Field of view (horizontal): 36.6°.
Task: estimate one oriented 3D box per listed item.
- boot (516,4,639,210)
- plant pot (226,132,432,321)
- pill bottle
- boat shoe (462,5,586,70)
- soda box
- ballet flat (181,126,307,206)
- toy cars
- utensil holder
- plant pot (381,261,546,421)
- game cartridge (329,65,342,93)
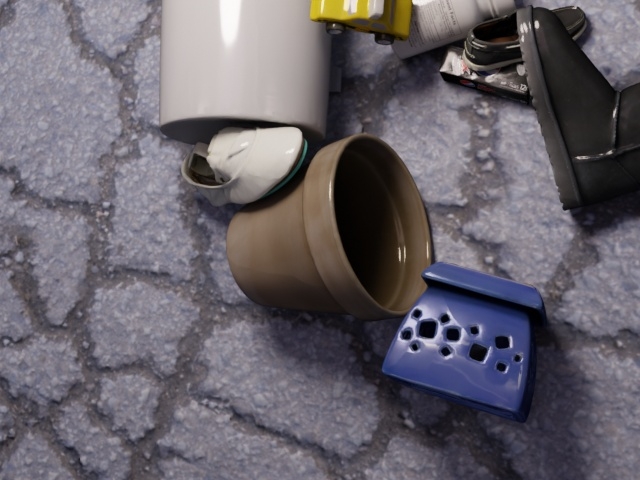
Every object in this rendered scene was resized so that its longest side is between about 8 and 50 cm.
[{"bbox_3d":[0.577,-0.267,1.578,0.446,0.146,0.366,-14,108,19],"label":"boot"},{"bbox_3d":[0.000,0.000,1.709,0.281,0.323,0.323,-14,79,34],"label":"plant pot"},{"bbox_3d":[0.231,-0.424,1.752,0.229,0.131,0.131,-16,79,15],"label":"pill bottle"},{"bbox_3d":[0.364,-0.368,1.700,0.233,0.079,0.084,-18,53,-7],"label":"boat shoe"},{"bbox_3d":[0.304,-0.300,1.751,0.169,0.060,0.053,19,85,19],"label":"soda box"},{"bbox_3d":[-0.158,-0.137,1.718,0.139,0.400,0.139,2,85,-24],"label":"ballet flat"},{"bbox_3d":[0.017,-0.477,1.612,0.176,0.087,0.393,-45,103,-19],"label":"toy cars"},{"bbox_3d":[-0.134,-0.379,1.765,0.328,0.328,0.385,0,85,18],"label":"utensil holder"},{"bbox_3d":[0.257,0.168,1.625,0.236,0.236,0.212,15,81,18],"label":"plant pot"},{"bbox_3d":[0.000,-0.312,1.874,0.083,0.017,0.055,-1,79,18],"label":"game cartridge"}]
